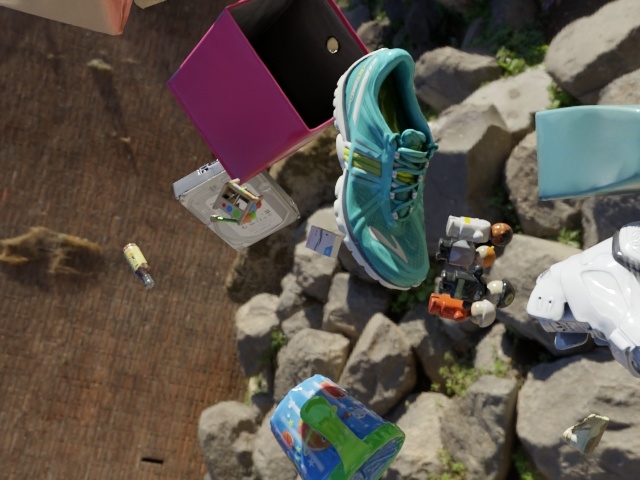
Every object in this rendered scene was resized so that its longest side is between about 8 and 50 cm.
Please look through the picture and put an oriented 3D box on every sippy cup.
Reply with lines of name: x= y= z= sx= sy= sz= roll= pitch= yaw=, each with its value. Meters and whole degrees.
sippy cup: x=0.021 y=0.415 z=1.339 sx=0.224 sy=0.240 sz=0.305 roll=40 pitch=127 yaw=29

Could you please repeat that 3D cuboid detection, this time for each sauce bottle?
sauce bottle: x=-0.465 y=0.066 z=1.635 sx=0.128 sy=0.042 sz=0.042 roll=53 pitch=140 yaw=24

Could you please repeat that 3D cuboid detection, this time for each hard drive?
hard drive: x=-0.232 y=-0.110 z=1.838 sx=0.339 sy=0.237 sz=0.064 roll=50 pitch=-164 yaw=-53

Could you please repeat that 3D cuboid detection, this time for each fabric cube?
fabric cube: x=-0.085 y=-0.302 z=1.226 sx=0.259 sy=0.254 sz=0.258 roll=-40 pitch=7 yaw=-40

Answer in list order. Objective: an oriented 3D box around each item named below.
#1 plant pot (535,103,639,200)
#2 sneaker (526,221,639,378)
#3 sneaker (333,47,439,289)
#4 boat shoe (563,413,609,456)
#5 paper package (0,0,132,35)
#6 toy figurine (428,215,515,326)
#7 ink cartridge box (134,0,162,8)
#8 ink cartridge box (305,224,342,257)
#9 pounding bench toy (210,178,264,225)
plant pot: x=0.511 y=-0.158 z=1.090 sx=0.234 sy=0.165 sz=0.166 roll=-171 pitch=77 yaw=-75
sneaker: x=0.448 y=0.146 z=0.968 sx=0.210 sy=0.137 sz=0.366 roll=-26 pitch=37 yaw=29
sneaker: x=0.077 y=-0.080 z=0.716 sx=0.110 sy=0.107 sz=0.275 roll=-14 pitch=84 yaw=58
boat shoe: x=0.461 y=0.329 z=1.100 sx=0.048 sy=0.153 sz=0.056 roll=25 pitch=106 yaw=31
paper package: x=-0.494 y=-0.534 z=1.080 sx=0.325 sy=0.309 sz=0.168 roll=124 pitch=159 yaw=-74
toy figurine: x=0.324 y=0.064 z=1.346 sx=0.213 sy=0.148 sz=0.210 roll=90 pitch=-168 yaw=-64
ink cartridge box: x=-0.205 y=-0.364 z=0.587 sx=0.234 sy=0.088 sz=0.193 roll=21 pitch=-123 yaw=-72
ink cartridge box: x=0.000 y=0.000 z=1.321 sx=0.083 sy=0.028 sz=0.048 roll=22 pitch=99 yaw=33
pounding bench toy: x=-0.145 y=-0.051 z=1.093 sx=0.083 sy=0.065 sz=0.052 roll=-59 pitch=-8 yaw=21
